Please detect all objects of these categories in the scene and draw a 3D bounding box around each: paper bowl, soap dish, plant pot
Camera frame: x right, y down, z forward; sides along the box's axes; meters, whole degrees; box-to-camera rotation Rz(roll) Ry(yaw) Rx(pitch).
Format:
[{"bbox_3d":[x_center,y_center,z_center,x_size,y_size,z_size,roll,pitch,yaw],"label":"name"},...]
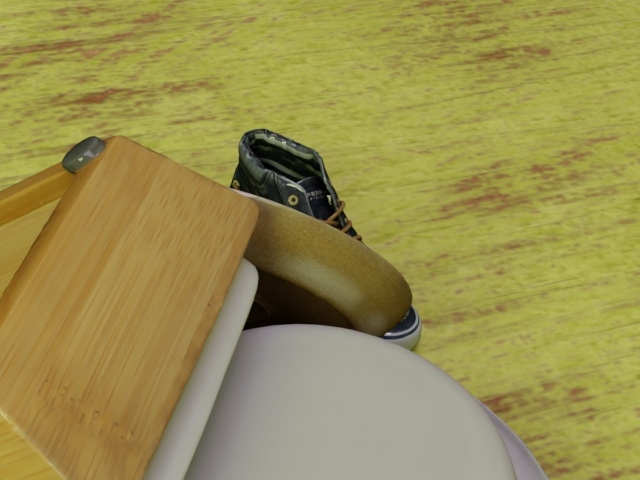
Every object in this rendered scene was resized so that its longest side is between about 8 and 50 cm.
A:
[{"bbox_3d":[-0.008,0.155,0.765,0.284,0.148,0.284,6,40,-5],"label":"paper bowl"},{"bbox_3d":[-0.185,0.078,0.725,0.290,0.118,0.229,-22,28,29],"label":"soap dish"},{"bbox_3d":[-0.063,0.022,0.877,0.236,0.236,0.032,14,70,4],"label":"plant pot"}]

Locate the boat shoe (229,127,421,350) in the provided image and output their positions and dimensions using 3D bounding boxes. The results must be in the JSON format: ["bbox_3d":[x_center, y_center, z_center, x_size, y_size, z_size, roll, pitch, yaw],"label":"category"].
[{"bbox_3d":[0.000,0.000,1.003,0.065,0.083,0.183,-28,53,-38],"label":"boat shoe"}]
